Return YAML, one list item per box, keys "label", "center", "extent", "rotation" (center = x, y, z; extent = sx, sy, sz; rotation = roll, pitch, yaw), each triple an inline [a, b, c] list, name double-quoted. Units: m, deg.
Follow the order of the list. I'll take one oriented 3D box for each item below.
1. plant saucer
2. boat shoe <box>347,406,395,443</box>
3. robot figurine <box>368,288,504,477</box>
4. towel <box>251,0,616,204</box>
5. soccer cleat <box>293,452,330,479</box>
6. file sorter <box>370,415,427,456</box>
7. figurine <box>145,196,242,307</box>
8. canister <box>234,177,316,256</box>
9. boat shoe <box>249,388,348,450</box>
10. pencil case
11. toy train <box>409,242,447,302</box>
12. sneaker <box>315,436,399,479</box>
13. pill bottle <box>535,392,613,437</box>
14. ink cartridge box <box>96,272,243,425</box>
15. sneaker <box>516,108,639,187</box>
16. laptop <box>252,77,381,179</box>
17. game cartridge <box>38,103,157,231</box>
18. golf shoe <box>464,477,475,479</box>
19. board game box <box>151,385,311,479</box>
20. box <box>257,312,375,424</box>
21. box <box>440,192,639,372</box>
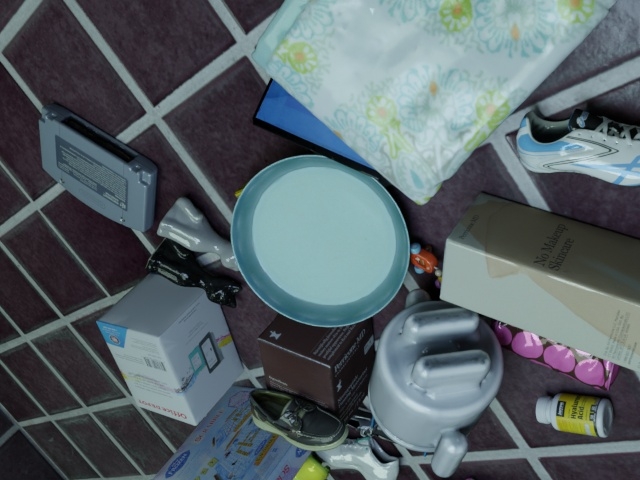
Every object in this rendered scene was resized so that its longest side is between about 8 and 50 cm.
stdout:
- label: "plant saucer"
  center: [0.000, 0.000, 1.319]
  extent: [0.317, 0.044, 0.318]
  rotation: [6, 114, 13]
- label: "boat shoe"
  center: [0.098, 0.406, 1.653]
  extent: [0.206, 0.065, 0.075]
  rotation: [17, 133, 27]
- label: "robot figurine"
  center: [0.185, 0.233, 1.268]
  extent: [0.199, 0.300, 0.353]
  rotation: [-3, 151, -4]
- label: "towel"
  center: [0.129, -0.269, 0.967]
  extent: [0.320, 0.090, 0.374]
  rotation: [43, 121, 0]
- label: "soccer cleat"
  center: [-0.063, 0.563, 1.825]
  extent: [0.093, 0.121, 0.289]
  rotation: [46, 155, -4]
- label: "file sorter"
  center: [0.196, 0.342, 1.485]
  extent: [0.170, 0.118, 0.105]
  rotation: [25, 139, 19]
- label: "figurine"
  center: [-0.242, 0.036, 1.601]
  extent: [0.209, 0.092, 0.215]
  rotation: [31, 138, 1]
- label: "canister"
  center: [-0.067, -0.045, 1.395]
  extent: [0.126, 0.073, 0.170]
  rotation: [-21, 108, 45]
- label: "boat shoe"
  center: [-0.051, 0.333, 1.439]
  extent: [0.223, 0.080, 0.073]
  rotation: [8, 134, 39]
- label: "pencil case"
  center: [0.373, 0.158, 1.213]
  extent: [0.209, 0.095, 0.098]
  rotation: [18, 164, 24]
- label: "toy train"
  center: [0.209, 0.073, 1.305]
  extent: [0.125, 0.046, 0.166]
  rotation: [27, 148, 46]
- label: "sneaker"
  center: [0.084, 0.476, 1.731]
  extent: [0.212, 0.080, 0.094]
  rotation: [22, 120, 18]
- label: "pill bottle"
  center: [0.432, 0.296, 1.300]
  extent: [0.116, 0.065, 0.065]
  rotation: [-1, 123, 38]
- label: "ink cartridge box"
  center: [-0.339, 0.247, 1.758]
  extent: [0.198, 0.197, 0.270]
  rotation: [9, 129, 32]
- label: "sneaker"
  center: [0.367, -0.125, 0.980]
  extent: [0.237, 0.085, 0.086]
  rotation: [8, 133, 32]
- label: "laptop"
  center: [0.024, -0.261, 1.088]
  extent: [0.234, 0.137, 0.264]
  rotation: [25, 145, 18]
- label: "game cartridge"
  center: [-0.478, -0.148, 1.644]
  extent: [0.297, 0.062, 0.198]
  rotation: [31, 142, 13]
- label: "golf shoe"
  center: [0.332, 0.553, 1.537]
  extent: [0.115, 0.140, 0.306]
  rotation: [17, 158, -38]
- label: "board game box"
  center: [-0.171, 0.470, 1.727]
  extent: [0.317, 0.319, 0.066]
  rotation: [-3, 122, 40]
- label: "box"
  center: [-0.002, 0.239, 1.510]
  extent: [0.167, 0.168, 0.203]
  rotation: [17, 134, 27]
- label: "box"
  center: [0.345, 0.054, 1.105]
  extent: [0.311, 0.148, 0.121]
  rotation: [19, 133, 23]
